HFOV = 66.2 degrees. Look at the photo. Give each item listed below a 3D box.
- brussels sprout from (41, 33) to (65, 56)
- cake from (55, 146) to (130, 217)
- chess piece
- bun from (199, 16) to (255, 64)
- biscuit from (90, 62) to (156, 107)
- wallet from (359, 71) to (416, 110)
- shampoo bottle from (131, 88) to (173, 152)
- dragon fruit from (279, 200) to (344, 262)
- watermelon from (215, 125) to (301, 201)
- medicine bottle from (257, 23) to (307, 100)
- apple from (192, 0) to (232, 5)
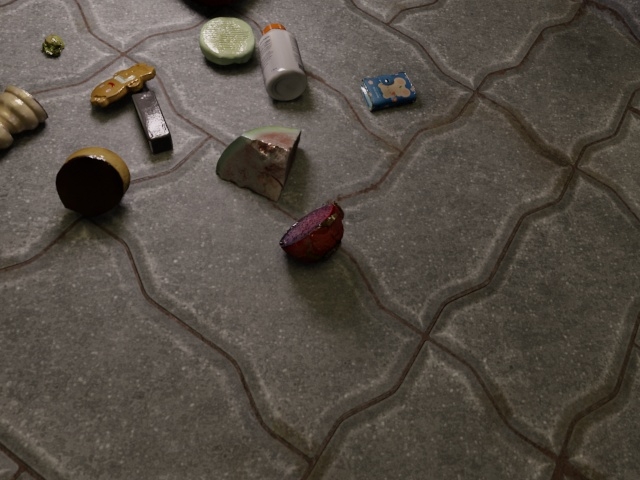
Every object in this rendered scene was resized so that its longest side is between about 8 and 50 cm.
[{"bbox_3d":[-0.973,-0.712,1.786,0.085,0.058,0.085,2,79,-10],"label":"brussels sprout"},{"bbox_3d":[-0.691,-0.191,1.500,0.207,0.185,0.178,-35,28,-3],"label":"cake"},{"bbox_3d":[-1.011,-0.356,1.551,0.142,0.143,0.261,29,65,6],"label":"chess piece"},{"bbox_3d":[-0.361,-0.759,1.890,0.221,0.108,0.221,4,69,-11],"label":"bun"},{"bbox_3d":[-0.700,-0.550,1.719,0.249,0.035,0.184,-39,48,-17],"label":"biscuit"},{"bbox_3d":[0.266,-0.590,1.937,0.202,0.059,0.141,-16,73,-16],"label":"wallet"},{"bbox_3d":[-0.581,-0.420,1.683,0.079,0.080,0.246,-18,66,-19],"label":"shampoo bottle"},{"bbox_3d":[-0.002,0.000,1.518,0.223,0.218,0.148,-32,106,16],"label":"dragon fruit"},{"bbox_3d":[-0.186,-0.276,1.659,0.310,0.193,0.232,-8,44,-28],"label":"watermelon"},{"bbox_3d":[-0.151,-0.684,1.857,0.156,0.157,0.289,-6,63,-13],"label":"medicine bottle"},{"bbox_3d":[-0.432,-1.120,1.972,0.329,0.295,0.365,49,61,-22],"label":"apple"}]
